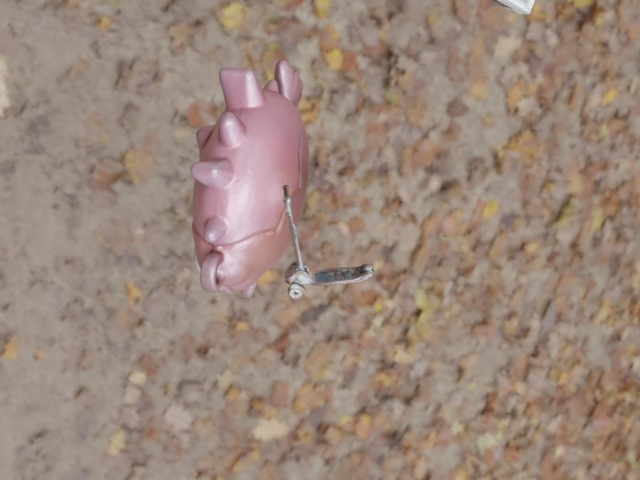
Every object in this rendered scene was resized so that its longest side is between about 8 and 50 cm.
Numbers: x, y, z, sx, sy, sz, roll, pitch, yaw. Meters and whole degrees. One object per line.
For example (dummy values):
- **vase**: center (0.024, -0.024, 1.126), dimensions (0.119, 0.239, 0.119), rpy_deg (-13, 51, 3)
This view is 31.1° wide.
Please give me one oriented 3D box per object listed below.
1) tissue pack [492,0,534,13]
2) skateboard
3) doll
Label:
- **tissue pack**: center (0.207, -0.300, 1.301), dimensions (0.083, 0.042, 0.062), rpy_deg (20, 95, -26)
- **skateboard**: center (0.000, 0.000, 0.794), dimensions (0.032, 0.064, 0.083), rpy_deg (-88, 168, -48)
- **doll**: center (-0.059, -0.057, 1.023), dimensions (0.211, 0.093, 0.262), rpy_deg (79, 22, -54)
